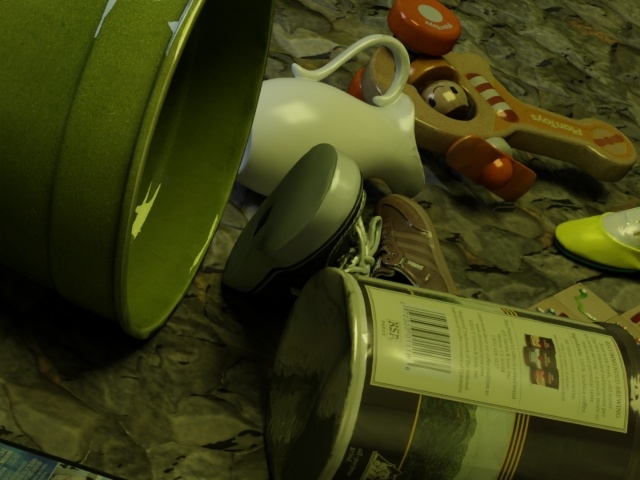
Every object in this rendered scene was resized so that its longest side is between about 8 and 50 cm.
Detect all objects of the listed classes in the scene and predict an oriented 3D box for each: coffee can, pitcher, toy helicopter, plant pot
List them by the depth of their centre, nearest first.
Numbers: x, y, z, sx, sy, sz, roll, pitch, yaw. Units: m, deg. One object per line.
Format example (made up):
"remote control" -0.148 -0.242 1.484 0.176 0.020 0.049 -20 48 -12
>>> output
"coffee can" 0.115 0.145 1.553 0.275 0.201 0.201 12 36 -19
"plant pot" -0.267 -0.139 1.601 0.353 0.366 0.366 17 33 8
"pitcher" 0.004 -0.131 1.881 0.207 0.177 0.125 1 -2 -28
"toy helicopter" 0.212 -0.128 2.048 0.355 0.140 0.235 15 36 -22

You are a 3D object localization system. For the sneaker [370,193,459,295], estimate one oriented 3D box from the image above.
"sneaker" 0.081 0.018 1.822 0.071 0.066 0.188 3 39 -28

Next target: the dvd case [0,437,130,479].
"dvd case" -0.171 0.237 1.350 0.253 0.022 0.180 16 29 11

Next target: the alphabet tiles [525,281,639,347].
"alphabet tiles" 0.307 0.164 1.823 0.285 0.011 0.342 42 37 22

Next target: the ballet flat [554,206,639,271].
"ballet flat" 0.379 0.002 2.026 0.231 0.077 0.077 17 36 -12

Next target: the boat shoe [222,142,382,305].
"boat shoe" -0.002 0.004 1.623 0.105 0.306 0.113 25 66 -10
